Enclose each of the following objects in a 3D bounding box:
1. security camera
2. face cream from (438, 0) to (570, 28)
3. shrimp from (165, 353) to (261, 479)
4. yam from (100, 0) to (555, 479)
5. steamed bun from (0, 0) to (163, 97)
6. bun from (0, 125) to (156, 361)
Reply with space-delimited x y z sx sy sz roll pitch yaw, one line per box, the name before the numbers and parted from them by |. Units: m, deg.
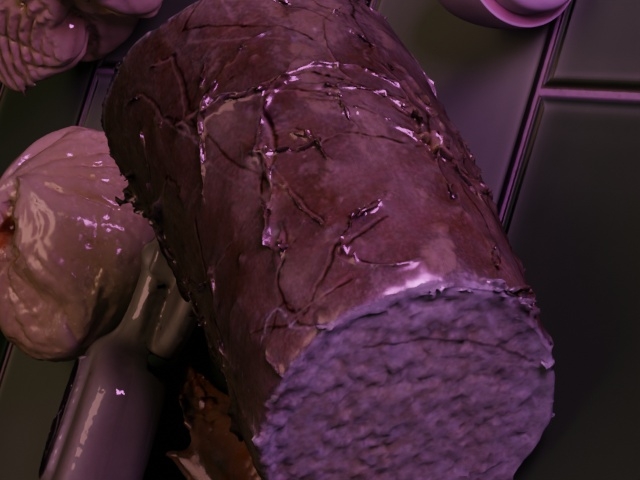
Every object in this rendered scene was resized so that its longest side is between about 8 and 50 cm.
security camera | -0.150 0.083 1.291 0.157 0.080 0.302 -156 86 -78
face cream | 0.123 -0.185 1.067 0.095 0.091 0.091 1 74 63
shrimp | -0.084 0.173 1.199 0.262 0.066 0.117 39 106 57
yam | 0.000 0.000 1.030 0.241 0.241 0.348 -52 42 24
steamed bun | -0.261 -0.305 1.514 0.206 0.275 0.320 -57 11 -33
bun | -0.237 0.004 1.428 0.220 0.134 0.220 -31 49 43
